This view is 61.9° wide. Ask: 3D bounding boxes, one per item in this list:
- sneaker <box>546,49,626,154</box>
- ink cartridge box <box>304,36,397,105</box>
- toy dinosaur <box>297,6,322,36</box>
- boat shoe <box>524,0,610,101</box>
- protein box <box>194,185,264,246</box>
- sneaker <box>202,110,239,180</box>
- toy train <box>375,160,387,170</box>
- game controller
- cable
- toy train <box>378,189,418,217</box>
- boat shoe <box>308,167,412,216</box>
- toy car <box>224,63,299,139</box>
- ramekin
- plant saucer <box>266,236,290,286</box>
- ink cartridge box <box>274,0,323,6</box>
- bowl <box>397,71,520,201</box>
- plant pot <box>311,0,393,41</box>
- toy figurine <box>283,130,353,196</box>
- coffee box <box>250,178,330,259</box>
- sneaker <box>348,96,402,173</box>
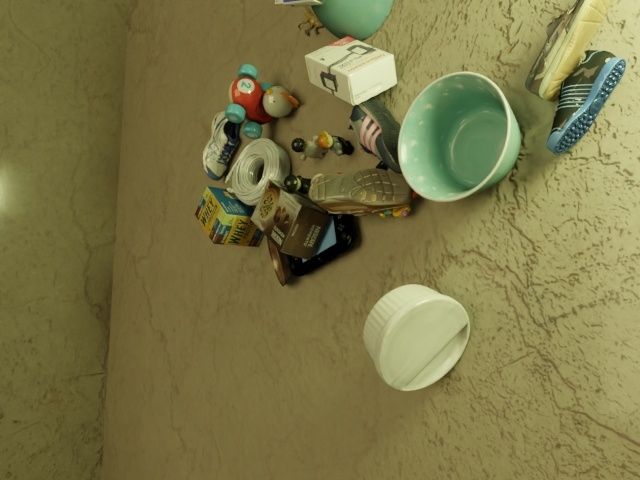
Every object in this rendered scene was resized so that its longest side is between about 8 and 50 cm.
[{"bbox_3d":[0.560,-0.304,1.174,0.232,0.082,0.090,-59,45,17],"label":"sneaker"},{"bbox_3d":[0.091,-0.521,1.630,0.237,0.172,0.100,42,155,43],"label":"ink cartridge box"},{"bbox_3d":[-0.034,-0.787,1.914,0.092,0.053,0.183,-48,59,14],"label":"toy dinosaur"},{"bbox_3d":[0.545,-0.457,1.186,0.092,0.103,0.285,38,120,38],"label":"boat shoe"},{"bbox_3d":[-0.338,-0.091,2.054,0.199,0.201,0.135,49,122,39],"label":"protein box"},{"bbox_3d":[-0.409,-0.395,2.233,0.131,0.112,0.296,15,98,47],"label":"sneaker"},{"bbox_3d":[0.158,-0.191,1.635,0.158,0.036,0.027,-49,53,33],"label":"toy train"},{"bbox_3d":[0.000,0.000,1.771,0.319,0.067,0.166,-31,64,41],"label":"game controller"},{"bbox_3d":[-0.226,-0.253,2.008,0.257,0.089,0.257,38,103,40],"label":"cable"},{"bbox_3d":[0.232,-0.121,1.545,0.166,0.046,0.125,-6,69,51],"label":"toy train"},{"bbox_3d":[0.123,-0.131,1.558,0.325,0.116,0.123,7,63,34],"label":"boat shoe"},{"bbox_3d":[-0.192,-0.516,1.951,0.238,0.210,0.219,-1,66,31],"label":"toy car"},{"bbox_3d":[0.232,0.236,1.353,0.127,0.273,0.272,43,118,55],"label":"ramekin"},{"bbox_3d":[-0.145,0.065,1.894,0.198,0.036,0.198,164,90,-77],"label":"plant saucer"},{"bbox_3d":[-0.047,-0.823,1.628,0.208,0.045,0.206,23,103,46],"label":"ink cartridge box"},{"bbox_3d":[0.363,-0.240,1.319,0.312,0.163,0.311,-7,80,48],"label":"bowl"},{"bbox_3d":[0.068,-0.796,1.680,0.290,0.196,0.289,-6,83,48],"label":"plant pot"},{"bbox_3d":[-0.010,-0.245,1.745,0.213,0.148,0.209,8,92,49],"label":"toy figurine"},{"bbox_3d":[-0.109,-0.076,1.811,0.297,0.119,0.168,43,111,54],"label":"coffee box"},{"bbox_3d":[0.175,-0.289,1.587,0.131,0.112,0.318,-57,41,40],"label":"sneaker"}]
